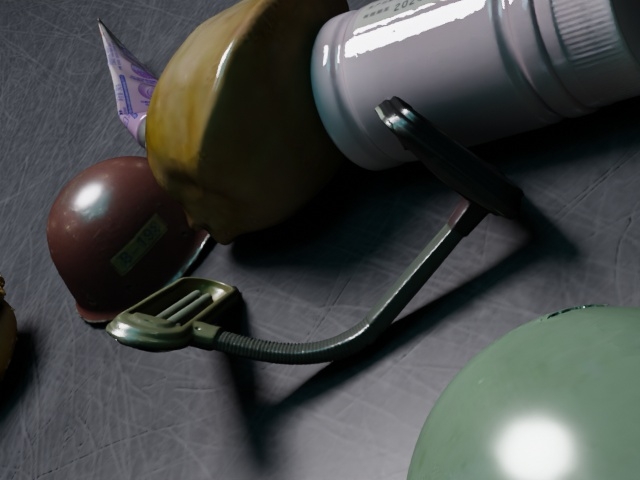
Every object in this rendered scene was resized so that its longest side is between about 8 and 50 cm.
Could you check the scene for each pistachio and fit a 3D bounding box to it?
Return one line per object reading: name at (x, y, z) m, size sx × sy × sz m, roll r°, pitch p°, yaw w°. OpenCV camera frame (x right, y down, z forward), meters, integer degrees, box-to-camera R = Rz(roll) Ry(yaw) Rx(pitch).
pistachio at (-0.041, -0.128, 1.061) m, size 0.213 × 0.162 × 0.260 m, roll 109°, pitch -173°, yaw -54°

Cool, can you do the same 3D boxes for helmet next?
helmet at (-0.176, -0.022, 1.140) m, size 0.175 × 0.106 × 0.155 m, roll -36°, pitch 31°, yaw -4°

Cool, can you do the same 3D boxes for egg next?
egg at (0.140, 0.134, 0.498) m, size 0.203 × 0.203 × 0.283 m, roll -38°, pitch 31°, yaw 2°

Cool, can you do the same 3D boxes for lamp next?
lamp at (0.003, 0.007, 0.936) m, size 0.283 × 0.124 × 0.203 m, roll -37°, pitch 10°, yaw 9°

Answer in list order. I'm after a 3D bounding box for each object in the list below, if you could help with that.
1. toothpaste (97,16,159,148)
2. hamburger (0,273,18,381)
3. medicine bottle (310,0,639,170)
toothpaste at (-0.197, -0.164, 1.386) m, size 0.048 × 0.075 × 0.301 m, roll -56°, pitch 30°, yaw 15°
hamburger at (-0.358, 0.097, 1.159) m, size 0.182 × 0.118 × 0.191 m, roll 7°, pitch 56°, yaw 46°
medicine bottle at (0.125, -0.140, 0.948) m, size 0.249 × 0.133 × 0.133 m, roll -14°, pitch 38°, yaw 37°
